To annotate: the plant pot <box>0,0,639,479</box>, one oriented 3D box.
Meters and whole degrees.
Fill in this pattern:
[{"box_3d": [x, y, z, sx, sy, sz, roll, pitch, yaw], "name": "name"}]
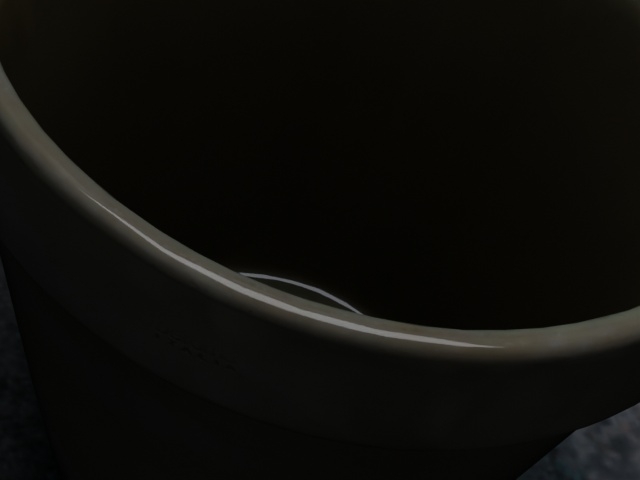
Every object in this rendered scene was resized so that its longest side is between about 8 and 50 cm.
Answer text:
[{"box_3d": [0.000, 0.000, 0.798, 0.323, 0.280, 0.323, 8, 47, -9], "name": "plant pot"}]
